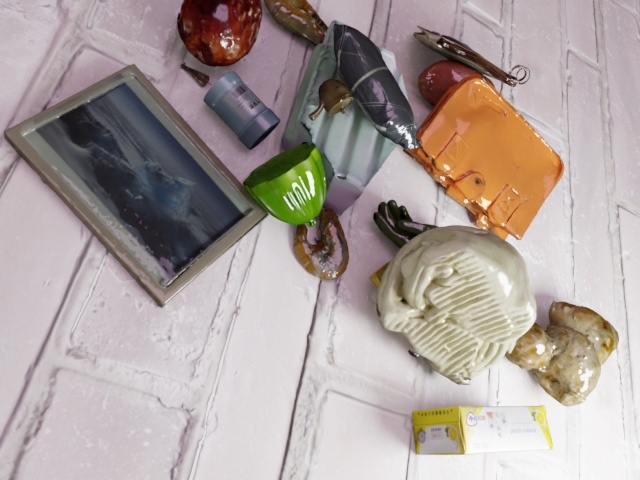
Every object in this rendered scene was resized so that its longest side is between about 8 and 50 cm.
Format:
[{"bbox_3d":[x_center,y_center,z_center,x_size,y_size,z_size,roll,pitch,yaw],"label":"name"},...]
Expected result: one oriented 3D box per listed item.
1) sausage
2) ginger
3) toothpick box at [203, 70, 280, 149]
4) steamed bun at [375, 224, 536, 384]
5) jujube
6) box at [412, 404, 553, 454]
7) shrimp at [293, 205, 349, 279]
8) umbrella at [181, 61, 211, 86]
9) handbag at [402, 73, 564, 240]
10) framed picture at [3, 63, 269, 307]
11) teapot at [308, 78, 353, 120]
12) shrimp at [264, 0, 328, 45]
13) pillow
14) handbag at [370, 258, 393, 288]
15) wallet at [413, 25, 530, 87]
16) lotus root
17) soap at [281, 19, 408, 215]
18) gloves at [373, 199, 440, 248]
[{"bbox_3d":[0.411,-0.445,1.731,0.254,0.148,0.148,27,58,-15],"label":"sausage"},{"bbox_3d":[0.656,0.276,1.543,0.375,0.176,0.256,-17,63,-35],"label":"ginger"},{"bbox_3d":[-0.178,-0.297,1.343,0.153,0.101,0.101,47,54,-5],"label":"toothpick box"},{"bbox_3d":[0.307,0.120,1.349,0.346,0.394,0.237,2,33,11],"label":"steamed bun"},{"bbox_3d":[-0.228,-0.519,1.367,0.183,0.183,0.243,29,58,-16],"label":"jujube"},{"bbox_3d":[0.359,0.422,1.307,0.265,0.168,0.097,8,68,-29],"label":"box"},{"bbox_3d":[0.003,-0.001,1.350,0.132,0.051,0.188,-3,74,-32],"label":"shrimp"},{"bbox_3d":[-0.289,-0.385,1.369,0.083,0.020,0.031,34,95,-14],"label":"umbrella"},{"bbox_3d":[0.457,-0.224,1.614,0.410,0.116,0.304,40,74,-14],"label":"handbag"},{"bbox_3d":[-0.358,-0.126,1.209,0.446,0.028,0.326,48,54,-4],"label":"framed picture"},{"bbox_3d":[0.017,-0.309,1.293,0.110,0.085,0.080,-30,83,-15],"label":"teapot"},{"bbox_3d":[-0.040,-0.593,1.584,0.267,0.061,0.145,36,46,-10],"label":"shrimp"},{"bbox_3d":[0.130,-0.351,1.354,0.161,0.092,0.335,-18,77,-57],"label":"pillow"},{"bbox_3d":[0.166,0.089,1.422,0.083,0.027,0.061,-32,86,-37],"label":"handbag"},{"bbox_3d":[0.432,-0.561,1.759,0.335,0.068,0.275,16,20,-25],"label":"wallet"},{"bbox_3d":[-0.053,-0.100,1.294,0.186,0.186,0.186,12,64,-26],"label":"lotus root"},{"bbox_3d":[0.064,-0.300,1.453,0.261,0.156,0.446,26,58,-18],"label":"soap"},{"bbox_3d":[0.252,-0.012,1.464,0.268,0.135,0.107,25,84,-6],"label":"gloves"}]
